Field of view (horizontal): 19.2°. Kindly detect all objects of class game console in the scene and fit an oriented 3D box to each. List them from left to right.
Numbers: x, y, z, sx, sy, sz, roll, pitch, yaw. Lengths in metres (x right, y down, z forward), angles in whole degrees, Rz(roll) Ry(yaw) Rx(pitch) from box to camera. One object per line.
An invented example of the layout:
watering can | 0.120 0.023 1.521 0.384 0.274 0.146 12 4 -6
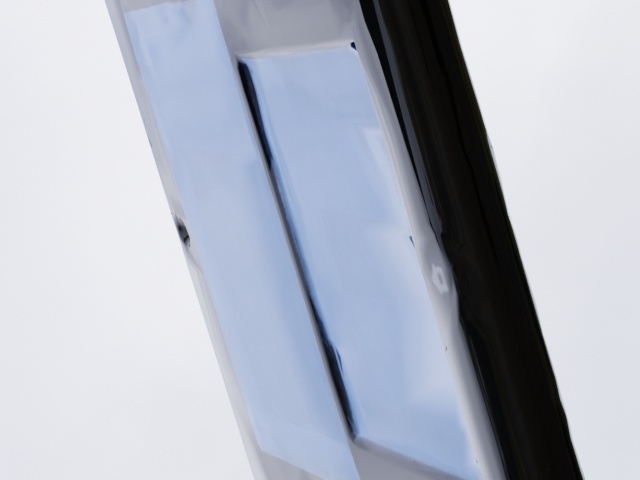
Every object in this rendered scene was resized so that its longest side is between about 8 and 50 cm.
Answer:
game console | 0.000 0.000 0.806 0.060 0.342 0.386 -20 -80 -14
